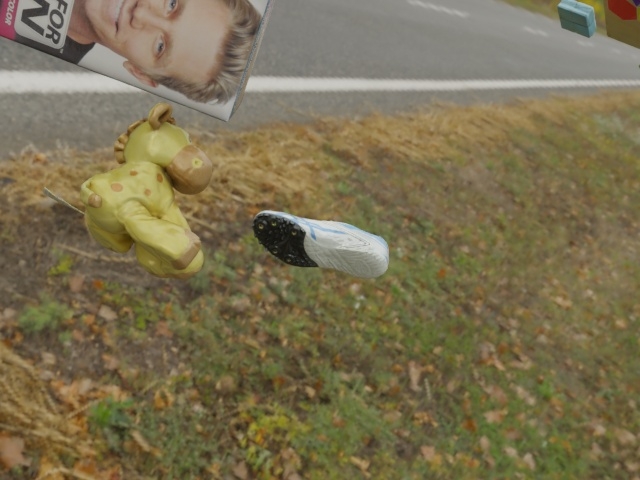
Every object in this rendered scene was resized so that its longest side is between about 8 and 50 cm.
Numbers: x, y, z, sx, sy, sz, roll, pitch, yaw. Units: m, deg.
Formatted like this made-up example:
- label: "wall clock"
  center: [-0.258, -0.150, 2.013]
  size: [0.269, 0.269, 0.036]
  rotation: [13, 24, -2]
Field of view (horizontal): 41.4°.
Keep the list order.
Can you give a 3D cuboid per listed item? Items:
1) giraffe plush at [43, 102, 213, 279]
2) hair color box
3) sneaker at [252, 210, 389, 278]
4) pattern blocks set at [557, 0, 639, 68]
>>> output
- label: "giraffe plush"
  center: [-0.211, -0.072, 1.068]
  size: [0.210, 0.170, 0.181]
  rotation: [39, -21, -25]
- label: "hair color box"
  center: [-0.242, -0.297, 1.051]
  size: [0.347, 0.174, 0.105]
  rotation: [20, 23, -4]
- label: "sneaker"
  center: [0.000, 0.000, 1.403]
  size: [0.237, 0.085, 0.086]
  rotation: [17, 32, -12]
- label: "pattern blocks set"
  center: [0.410, -0.251, 0.970]
  size: [0.325, 0.026, 0.285]
  rotation: [34, -8, 24]
